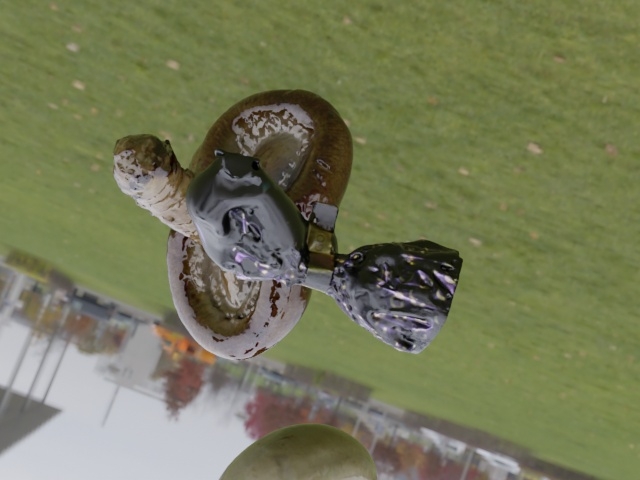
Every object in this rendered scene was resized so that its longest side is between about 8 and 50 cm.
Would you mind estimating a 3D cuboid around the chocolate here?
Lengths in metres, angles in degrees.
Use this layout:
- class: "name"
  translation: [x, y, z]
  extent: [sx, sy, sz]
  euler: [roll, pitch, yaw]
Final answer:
- class: "chocolate"
  translation: [-0.001, 0.003, 0.510]
  extent: [0.147, 0.072, 0.070]
  euler: [30, -148, -12]

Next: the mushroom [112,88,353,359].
- class: "mushroom"
  translation: [-0.089, -0.020, 0.750]
  extent: [0.148, 0.226, 0.218]
  euler: [14, -177, 30]

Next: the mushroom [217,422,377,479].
- class: "mushroom"
  translation: [-0.026, 0.305, 1.089]
  extent: [0.206, 0.206, 0.209]
  euler: [24, -165, -22]

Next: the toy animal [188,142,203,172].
- class: "toy animal"
  translation: [-0.098, -0.015, 0.983]
  extent: [0.089, 0.188, 0.179]
  euler: [10, 150, -41]
